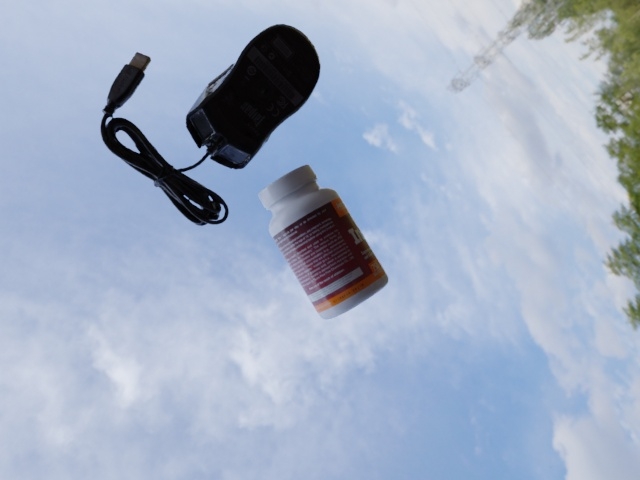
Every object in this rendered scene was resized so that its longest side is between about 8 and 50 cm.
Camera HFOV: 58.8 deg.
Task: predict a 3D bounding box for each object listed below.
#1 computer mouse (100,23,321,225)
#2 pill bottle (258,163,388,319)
[{"bbox_3d":[-0.129,-0.164,0.659,0.184,0.060,0.262,37,-101,-23],"label":"computer mouse"},{"bbox_3d":[0.000,0.000,0.602,0.152,0.086,0.086,59,-145,0],"label":"pill bottle"}]
